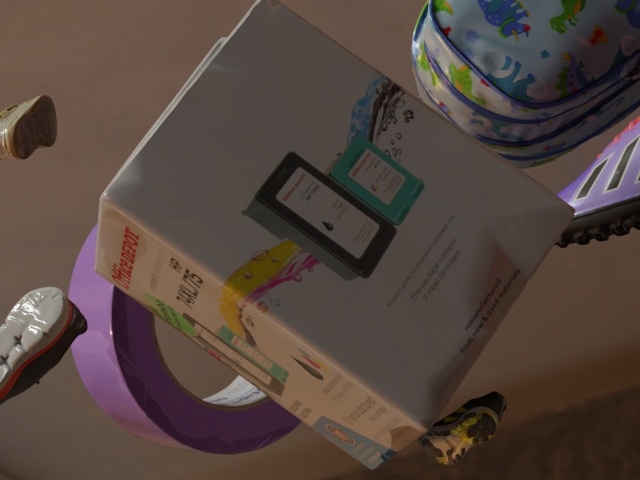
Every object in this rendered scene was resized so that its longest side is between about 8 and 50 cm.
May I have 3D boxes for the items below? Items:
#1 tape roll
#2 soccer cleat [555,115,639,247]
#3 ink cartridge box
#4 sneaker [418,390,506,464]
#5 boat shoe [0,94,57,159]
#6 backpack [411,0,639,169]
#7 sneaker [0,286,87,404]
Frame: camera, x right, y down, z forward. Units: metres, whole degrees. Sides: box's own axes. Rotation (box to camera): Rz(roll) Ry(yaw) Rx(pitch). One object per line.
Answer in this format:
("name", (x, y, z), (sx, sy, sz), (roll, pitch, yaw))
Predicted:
("tape roll", (-0.110, 0.072, 1.590), (0.275, 0.275, 0.090), (9, -8, -37))
("soccer cleat", (0.331, -0.093, 1.450), (0.318, 0.116, 0.108), (-25, -9, 13))
("ink cartridge box", (0.000, 0.000, 1.166), (0.270, 0.197, 0.198), (35, -18, 2))
("sneaker", (0.101, 0.130, 1.114), (0.035, 0.031, 0.083), (-42, 7, -40))
("boat shoe", (-0.343, -0.127, 1.809), (0.059, 0.063, 0.170), (-4, 12, 9))
("backpack", (0.255, -0.242, 1.713), (0.355, 0.290, 0.273), (-41, -6, 8))
("sneaker", (-0.245, 0.106, 1.270), (0.158, 0.061, 0.065), (-39, -34, 6))
